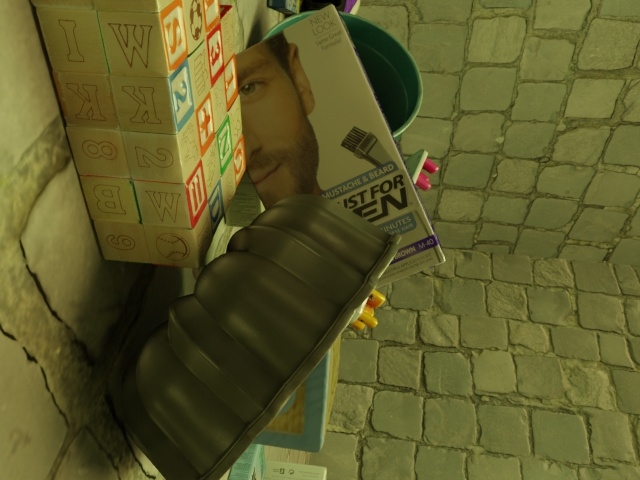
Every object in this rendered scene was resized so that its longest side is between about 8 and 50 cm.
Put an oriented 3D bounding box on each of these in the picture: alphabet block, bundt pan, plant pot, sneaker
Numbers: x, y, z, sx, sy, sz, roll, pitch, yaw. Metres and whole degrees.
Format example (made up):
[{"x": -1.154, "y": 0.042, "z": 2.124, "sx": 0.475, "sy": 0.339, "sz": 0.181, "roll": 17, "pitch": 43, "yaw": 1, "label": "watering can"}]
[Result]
[{"x": -0.070, "y": 0.167, "z": 0.872, "sx": 0.197, "sy": 0.193, "sz": 0.193, "roll": -54, "pitch": 151, "yaw": -76, "label": "alphabet block"}, {"x": -0.071, "y": 0.085, "z": 0.589, "sx": 0.331, "sy": 0.124, "sz": 0.331, "roll": -50, "pitch": 178, "yaw": -2, "label": "bundt pan"}, {"x": 0.007, "y": -0.207, "z": 1.036, "sx": 0.255, "sy": 0.272, "sz": 0.271, "roll": 114, "pitch": -14, "yaw": -61, "label": "plant pot"}, {"x": 0.026, "y": -0.532, "z": 1.244, "sx": 0.146, "sy": 0.102, "sz": 0.293, "roll": 82, "pitch": 14, "yaw": -54, "label": "sneaker"}]

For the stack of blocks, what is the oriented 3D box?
[{"x": -0.131, "y": -0.147, "z": 0.477, "sx": 0.171, "sy": 0.087, "sz": 0.297, "roll": -77, "pitch": 171, "yaw": -51, "label": "stack of blocks"}]

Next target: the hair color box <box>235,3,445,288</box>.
[{"x": 0.010, "y": -0.098, "z": 0.763, "sx": 0.338, "sy": 0.185, "sz": 0.110, "roll": 65, "pitch": 12, "yaw": -7, "label": "hair color box"}]

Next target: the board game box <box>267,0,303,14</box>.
[{"x": -0.060, "y": -0.499, "z": 1.104, "sx": 0.201, "sy": 0.035, "sz": 0.136, "roll": -66, "pitch": 161, "yaw": -72, "label": "board game box"}]

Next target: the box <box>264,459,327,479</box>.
[{"x": -0.088, "y": 0.679, "z": 1.253, "sx": 0.215, "sy": 0.168, "sz": 0.345, "roll": 89, "pitch": 8, "yaw": -50, "label": "box"}]

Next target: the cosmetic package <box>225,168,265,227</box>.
[{"x": -0.112, "y": -0.076, "z": 0.869, "sx": 0.041, "sy": 0.060, "sz": 0.115, "roll": -80, "pitch": 174, "yaw": -51, "label": "cosmetic package"}]

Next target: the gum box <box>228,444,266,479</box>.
[{"x": -0.145, "y": 0.480, "z": 1.132, "sx": 0.184, "sy": 0.041, "sz": 0.156, "roll": -76, "pitch": 170, "yaw": -52, "label": "gum box"}]

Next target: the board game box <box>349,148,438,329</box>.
[{"x": 0.051, "y": 0.040, "z": 1.186, "sx": 0.390, "sy": 0.050, "sz": 0.389, "roll": -32, "pitch": -153, "yaw": 56, "label": "board game box"}]
